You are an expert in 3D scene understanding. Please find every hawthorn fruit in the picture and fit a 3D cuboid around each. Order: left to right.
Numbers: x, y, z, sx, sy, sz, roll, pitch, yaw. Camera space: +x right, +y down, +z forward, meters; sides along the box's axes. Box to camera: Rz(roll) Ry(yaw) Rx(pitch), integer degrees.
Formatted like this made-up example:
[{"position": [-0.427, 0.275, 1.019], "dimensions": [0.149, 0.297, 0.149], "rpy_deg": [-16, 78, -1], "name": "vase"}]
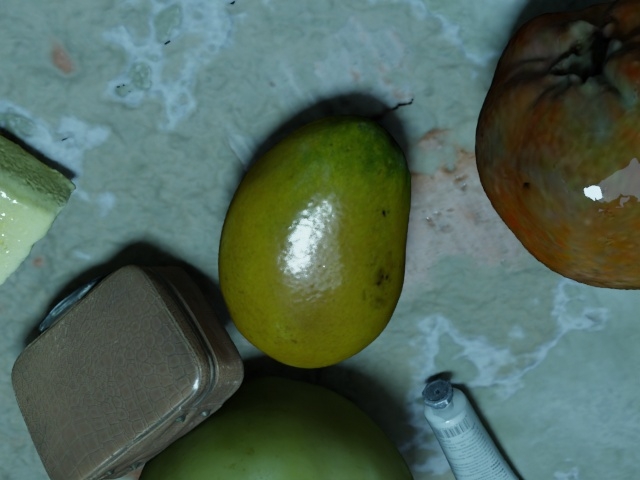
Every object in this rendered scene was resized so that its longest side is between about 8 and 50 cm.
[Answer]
[{"position": [0.235, -0.053, 0.942], "dimensions": [0.211, 0.210, 0.262], "rpy_deg": [-27, 135, 18], "name": "hawthorn fruit"}]

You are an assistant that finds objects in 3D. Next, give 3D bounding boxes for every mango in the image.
[{"position": [-0.006, 0.002, 1.018], "dimensions": [0.152, 0.120, 0.221], "rpy_deg": [0, 121, -6], "name": "mango"}]

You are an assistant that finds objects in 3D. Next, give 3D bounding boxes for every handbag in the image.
[{"position": [-0.170, 0.110, 1.083], "dimensions": [0.193, 0.151, 0.072], "rpy_deg": [-37, 161, 27], "name": "handbag"}]

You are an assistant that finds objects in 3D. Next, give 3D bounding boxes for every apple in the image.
[{"position": [-0.042, 0.248, 1.121], "dimensions": [0.262, 0.262, 0.262], "rpy_deg": [-1, 128, -1], "name": "apple"}]

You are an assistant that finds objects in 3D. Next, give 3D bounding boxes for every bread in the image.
[{"position": [-0.307, -0.043, 1.001], "dimensions": [0.188, 0.068, 0.125], "rpy_deg": [33, 119, -25], "name": "bread"}]

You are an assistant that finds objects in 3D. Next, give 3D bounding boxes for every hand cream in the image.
[{"position": [0.144, 0.202, 1.229], "dimensions": [0.067, 0.042, 0.194], "rpy_deg": [-25, 130, 6], "name": "hand cream"}]
